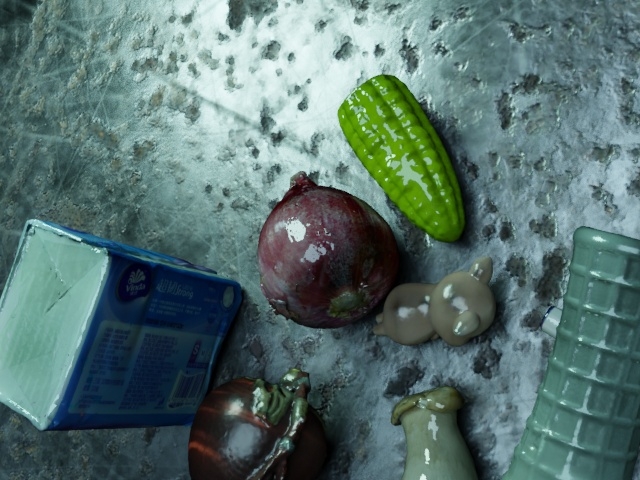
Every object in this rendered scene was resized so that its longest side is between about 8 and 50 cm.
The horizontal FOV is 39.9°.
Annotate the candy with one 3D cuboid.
[{"bbox_3d":[0.098,-0.087,0.986,0.096,0.096,0.209,-35,71,17],"label":"candy"}]

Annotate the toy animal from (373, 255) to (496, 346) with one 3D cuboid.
[{"bbox_3d":[0.124,0.076,0.944,0.150,0.089,0.083,-20,74,32],"label":"toy animal"}]

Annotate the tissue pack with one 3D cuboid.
[{"bbox_3d":[-0.234,0.105,1.018,0.146,0.263,0.198,20,90,29],"label":"tissue pack"}]

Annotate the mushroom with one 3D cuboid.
[{"bbox_3d":[0.120,0.252,0.900,0.088,0.097,0.212,-1,67,1],"label":"mushroom"}]

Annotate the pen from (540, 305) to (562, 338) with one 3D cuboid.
[{"bbox_3d":[0.331,0.144,0.852,0.269,0.033,0.033,33,96,29],"label":"pen"}]

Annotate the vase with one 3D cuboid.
[{"bbox_3d":[0.248,0.142,0.810,0.143,0.143,0.299,17,95,29],"label":"vase"}]

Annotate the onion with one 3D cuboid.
[{"bbox_3d":[0.000,0.000,0.990,0.159,0.159,0.195,-34,51,17],"label":"onion"}]

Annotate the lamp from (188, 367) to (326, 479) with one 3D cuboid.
[{"bbox_3d":[-0.091,0.240,0.978,0.223,0.215,0.151,-43,95,-21],"label":"lamp"}]
